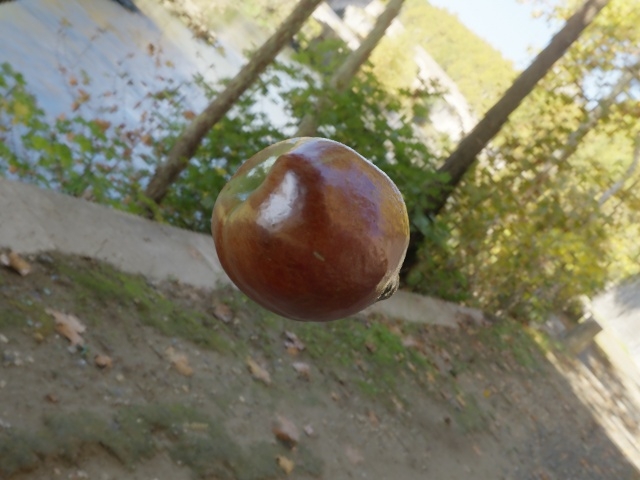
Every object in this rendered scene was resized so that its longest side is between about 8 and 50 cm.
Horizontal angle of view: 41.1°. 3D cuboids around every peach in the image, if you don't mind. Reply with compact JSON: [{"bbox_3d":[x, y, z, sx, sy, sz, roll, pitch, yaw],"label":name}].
[{"bbox_3d":[0.000,0.000,1.044,0.256,0.232,0.232,46,10,-29],"label":"peach"}]
